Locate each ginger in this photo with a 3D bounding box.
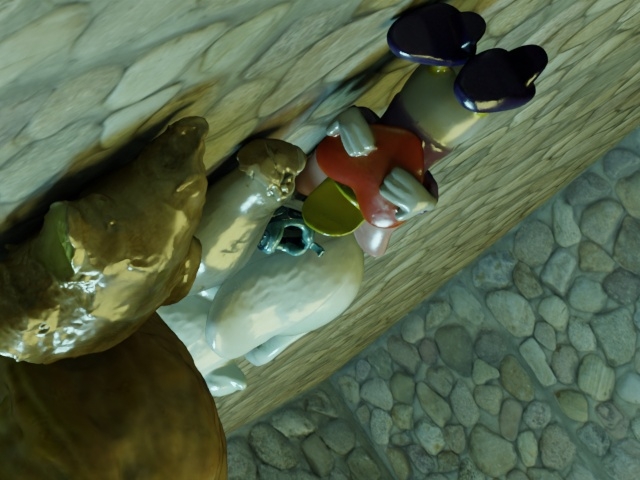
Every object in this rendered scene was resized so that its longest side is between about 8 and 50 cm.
[{"bbox_3d":[-0.176,0.006,1.546,0.270,0.123,0.219,-37,157,20],"label":"ginger"}]

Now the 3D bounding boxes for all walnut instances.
[{"bbox_3d":[-0.244,0.211,1.699,0.306,0.344,0.306,-29,147,-22],"label":"walnut"}]

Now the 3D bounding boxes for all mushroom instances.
[{"bbox_3d":[-0.095,-0.021,1.813,0.225,0.093,0.116,-33,152,33],"label":"mushroom"}]

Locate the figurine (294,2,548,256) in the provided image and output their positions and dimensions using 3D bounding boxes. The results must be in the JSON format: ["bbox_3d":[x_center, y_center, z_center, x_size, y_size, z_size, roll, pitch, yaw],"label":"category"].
[{"bbox_3d":[0.086,-0.110,1.824,0.193,0.154,0.421,-44,178,-44],"label":"figurine"}]

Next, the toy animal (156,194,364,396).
[{"bbox_3d":[-0.088,0.074,2.086,0.289,0.174,0.249,-37,171,30],"label":"toy animal"}]

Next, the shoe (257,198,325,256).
[{"bbox_3d":[-0.061,-0.016,1.961,0.143,0.071,0.064,15,130,-40],"label":"shoe"}]
